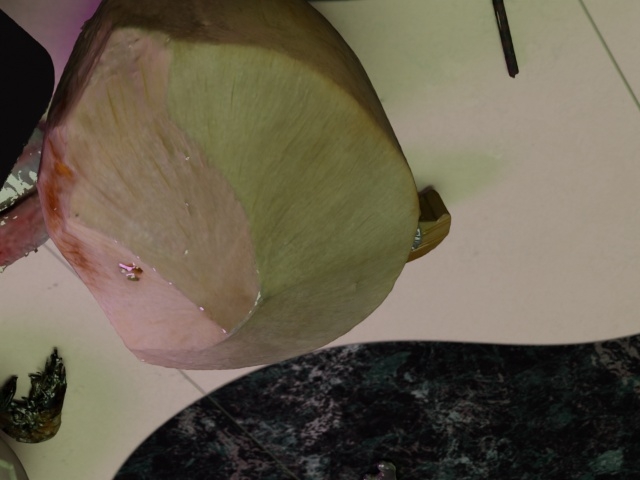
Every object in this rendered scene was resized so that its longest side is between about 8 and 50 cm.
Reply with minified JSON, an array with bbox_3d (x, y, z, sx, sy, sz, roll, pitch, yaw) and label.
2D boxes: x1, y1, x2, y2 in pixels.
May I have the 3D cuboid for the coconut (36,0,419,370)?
[{"bbox_3d":[-0.099,-0.062,1.285,0.345,0.415,0.415,-30,129,13],"label":"coconut"}]

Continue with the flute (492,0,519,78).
[{"bbox_3d":[0.184,-0.283,1.427,0.014,0.014,0.269,-19,131,3],"label":"flute"}]

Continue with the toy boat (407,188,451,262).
[{"bbox_3d":[0.000,0.000,1.567,0.310,0.089,0.115,-17,128,1],"label":"toy boat"}]

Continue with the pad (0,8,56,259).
[{"bbox_3d":[-0.365,-0.047,1.296,0.063,0.315,0.375,11,116,-55],"label":"pad"}]

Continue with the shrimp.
[{"bbox_3d":[-0.366,0.203,1.685,0.091,0.034,0.161,9,127,-19],"label":"shrimp"}]

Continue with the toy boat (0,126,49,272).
[{"bbox_3d":[-0.396,-0.096,1.416,0.206,0.096,0.282,-29,117,3],"label":"toy boat"}]

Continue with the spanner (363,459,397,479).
[{"bbox_3d":[0.140,0.399,1.978,0.054,0.015,0.254,-29,129,14],"label":"spanner"}]

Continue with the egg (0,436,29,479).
[{"bbox_3d":[-0.487,0.356,1.625,0.278,0.278,0.336,5,125,-17],"label":"egg"}]
